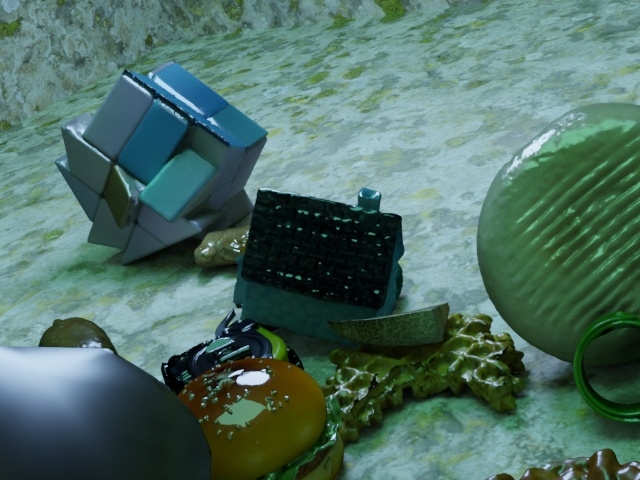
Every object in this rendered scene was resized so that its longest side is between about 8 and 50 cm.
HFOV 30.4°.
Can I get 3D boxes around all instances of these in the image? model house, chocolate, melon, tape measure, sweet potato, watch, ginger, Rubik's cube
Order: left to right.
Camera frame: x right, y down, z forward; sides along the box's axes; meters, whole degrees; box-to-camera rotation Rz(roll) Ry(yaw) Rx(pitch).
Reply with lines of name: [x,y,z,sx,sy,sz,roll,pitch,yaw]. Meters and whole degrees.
chocolate: [-0.310,0.320,1.317,0.326,0.297,0.314,7,32,-35]
sweet potato: [-0.362,0.230,1.813,0.130,0.130,0.422,-19,27,-9]
Rubik's cube: [-0.328,-0.159,2.413,0.387,0.368,0.358,37,40,11]
tape measure: [-0.121,0.200,1.737,0.199,0.112,0.186,-27,27,-23]
ginger: [-0.136,0.006,2.260,0.213,0.074,0.137,-8,22,4]
model house: [0.000,0.000,1.850,0.261,0.241,0.226,12,36,11]
melon: [0.091,0.120,1.693,0.182,0.054,0.098,-9,13,14]
watch: [0.394,0.166,1.441,0.152,0.165,0.131,-27,-2,12]

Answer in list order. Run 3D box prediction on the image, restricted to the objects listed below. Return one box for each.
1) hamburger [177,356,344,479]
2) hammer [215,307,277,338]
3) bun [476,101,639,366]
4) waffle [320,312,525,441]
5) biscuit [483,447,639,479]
hamburger: [-0.090,0.245,1.524,0.246,0.170,0.246,-16,20,6]
hammer: [-0.040,0.119,1.967,0.290,0.037,0.137,-22,24,-14]
bun: [0.393,-0.007,1.603,0.361,0.361,0.213,-12,-4,8]
waffle: [0.141,0.177,1.667,0.293,0.069,0.260,-12,23,7]
biscuit: [0.247,0.336,1.161,0.312,0.110,0.318,-14,22,2]
